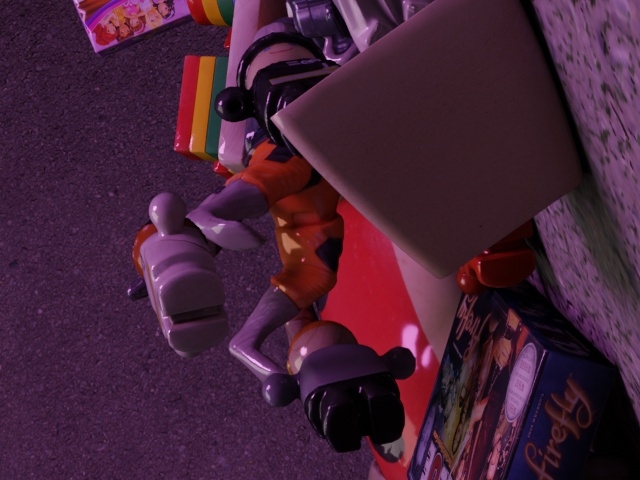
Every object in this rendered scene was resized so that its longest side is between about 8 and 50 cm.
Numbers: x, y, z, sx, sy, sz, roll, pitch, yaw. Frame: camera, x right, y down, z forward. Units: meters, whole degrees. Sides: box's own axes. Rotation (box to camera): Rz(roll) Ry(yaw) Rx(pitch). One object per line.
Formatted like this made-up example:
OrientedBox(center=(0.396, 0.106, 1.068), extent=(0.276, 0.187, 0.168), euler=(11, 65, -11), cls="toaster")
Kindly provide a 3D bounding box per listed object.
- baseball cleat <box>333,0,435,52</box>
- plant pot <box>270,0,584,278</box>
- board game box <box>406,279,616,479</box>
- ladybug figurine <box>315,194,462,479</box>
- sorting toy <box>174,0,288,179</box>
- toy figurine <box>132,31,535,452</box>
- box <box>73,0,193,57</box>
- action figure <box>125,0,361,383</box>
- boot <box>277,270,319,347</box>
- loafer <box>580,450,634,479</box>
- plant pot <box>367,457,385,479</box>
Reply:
OrientedBox(center=(0.014, -0.179, 0.734), extent=(0.109, 0.072, 0.205), euler=(-107, -5, -77), cls="baseball cleat")
OrientedBox(center=(0.051, -0.045, 0.549), extent=(0.096, 0.109, 0.109), euler=(55, -177, -6), cls="plant pot")
OrientedBox(center=(0.107, 0.118, 0.784), extent=(0.243, 0.042, 0.165), euler=(-104, 30, -81), cls="board game box")
OrientedBox(center=(0.098, 0.102, 1.233), extent=(0.449, 0.162, 0.305), euler=(-111, -2, -51), cls="ladybug figurine")
OrientedBox(center=(-0.059, -0.175, 1.222), extent=(0.257, 0.089, 0.255), euler=(27, -113, -71), cls="sorting toy")
OrientedBox(center=(0.000, 0.000, 0.785), extent=(0.213, 0.209, 0.148), euler=(32, -172, -21), cls="toy figurine")
OrientedBox(center=(-0.161, -0.361, 1.471), extent=(0.057, 0.293, 0.200), euler=(-142, 29, -87), cls="box")
OrientedBox(center=(-0.033, -0.103, 0.986), extent=(0.341, 0.179, 0.330), euler=(62, -143, -44), cls="action figure")
OrientedBox(center=(-0.020, 0.069, 1.259), extent=(0.118, 0.042, 0.087), euler=(-116, 11, -87), cls="boot")
OrientedBox(center=(0.161, 0.158, 0.844), extent=(0.267, 0.096, 0.084), euler=(-160, 66, -83), cls="loafer")
OrientedBox(center=(0.163, 0.366, 1.372), extent=(0.323, 0.323, 0.280), euler=(-102, 7, -81), cls="plant pot")
